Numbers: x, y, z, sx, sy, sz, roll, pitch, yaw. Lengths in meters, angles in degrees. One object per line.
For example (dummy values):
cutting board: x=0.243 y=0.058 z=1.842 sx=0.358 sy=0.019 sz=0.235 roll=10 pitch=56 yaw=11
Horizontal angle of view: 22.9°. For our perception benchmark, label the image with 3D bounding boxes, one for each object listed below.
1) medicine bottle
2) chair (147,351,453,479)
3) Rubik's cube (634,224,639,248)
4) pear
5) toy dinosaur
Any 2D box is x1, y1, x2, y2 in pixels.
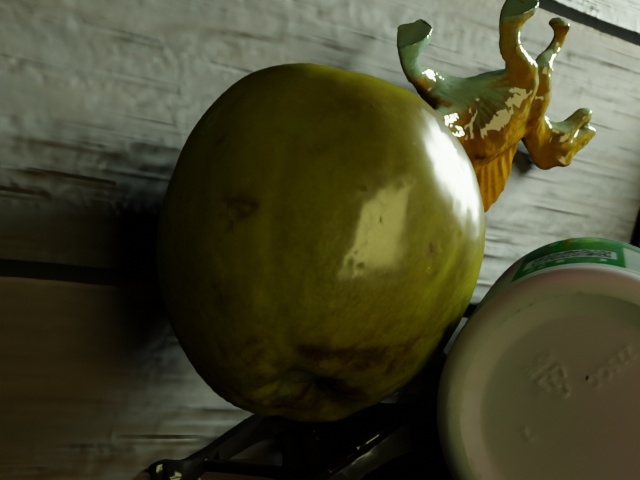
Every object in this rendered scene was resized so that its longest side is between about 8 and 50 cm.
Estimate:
medicine bottle: x=0.136 y=0.067 z=0.804 sx=0.274 sy=0.133 sz=0.133 roll=-26 pitch=109 yaw=-80
chair: x=0.036 y=0.119 z=0.778 sx=0.229 sy=0.113 sz=0.106 roll=-25 pitch=107 yaw=-43
Rubik's cube: x=0.303 y=-0.001 z=1.116 sx=0.250 sy=0.284 sz=0.234 roll=33 pitch=37 yaw=-70
pear: x=0.000 y=0.000 z=0.715 sx=0.149 sy=0.149 sz=0.162 roll=31 pitch=62 yaw=-43
toy dinosaur: x=0.085 y=-0.064 z=0.901 sx=0.212 sy=0.057 sz=0.142 roll=-38 pitch=135 yaw=-31
